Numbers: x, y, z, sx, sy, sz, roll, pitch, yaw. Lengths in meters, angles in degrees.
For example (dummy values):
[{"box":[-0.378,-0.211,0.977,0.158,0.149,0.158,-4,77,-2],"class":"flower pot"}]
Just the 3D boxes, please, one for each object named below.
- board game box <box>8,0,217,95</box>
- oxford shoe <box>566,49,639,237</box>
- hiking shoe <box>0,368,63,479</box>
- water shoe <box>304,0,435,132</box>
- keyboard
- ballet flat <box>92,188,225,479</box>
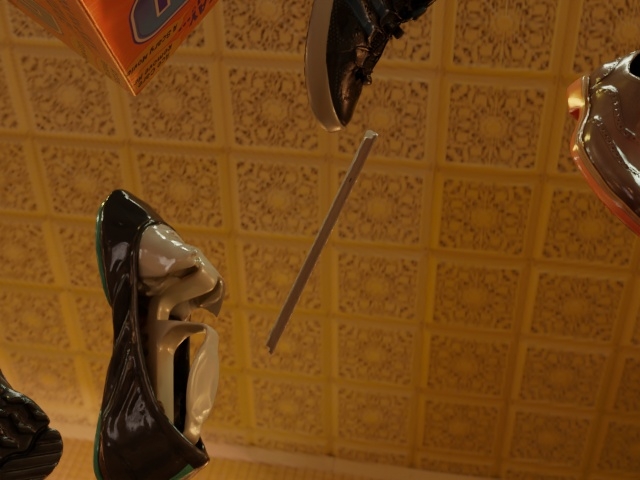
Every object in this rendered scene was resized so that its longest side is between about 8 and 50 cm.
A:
[{"box":[-0.219,-0.417,0.837,0.356,0.356,0.356,37,-7,7],"class":"board game box"},{"box":[0.426,-0.146,1.295,0.130,0.364,0.132,34,-54,-25],"class":"oxford shoe"},{"box":[-0.411,0.150,1.053,0.132,0.113,0.304,-27,-87,50],"class":"hiking shoe"},{"box":[0.043,-0.170,0.648,0.080,0.073,0.203,12,-85,13],"class":"water shoe"},{"box":[0.000,0.000,1.014,0.014,0.072,0.256,26,-82,-1],"class":"keyboard"},{"box":[-0.123,0.069,0.764,0.096,0.280,0.095,-20,-33,19],"class":"ballet flat"}]
